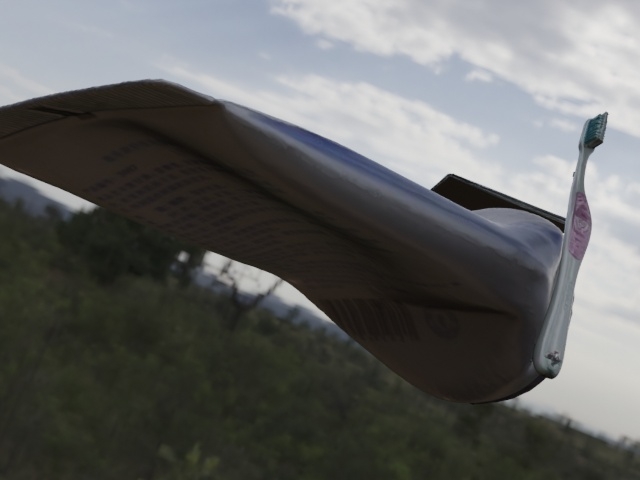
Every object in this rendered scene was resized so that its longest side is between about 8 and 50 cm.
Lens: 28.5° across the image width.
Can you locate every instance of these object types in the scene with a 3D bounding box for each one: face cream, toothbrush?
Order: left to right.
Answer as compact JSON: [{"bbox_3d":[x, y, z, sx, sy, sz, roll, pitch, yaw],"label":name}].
[{"bbox_3d":[0.000,0.000,0.761,0.420,0.137,0.235,22,-15,-40],"label":"face cream"},{"bbox_3d":[0.147,-0.002,0.740,0.017,0.204,0.022,30,-38,-12],"label":"toothbrush"}]

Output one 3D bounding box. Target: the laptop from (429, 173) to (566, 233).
[{"bbox_3d":[0.228,-0.037,1.661,0.180,0.016,0.129,20,-19,-9],"label":"laptop"}]
